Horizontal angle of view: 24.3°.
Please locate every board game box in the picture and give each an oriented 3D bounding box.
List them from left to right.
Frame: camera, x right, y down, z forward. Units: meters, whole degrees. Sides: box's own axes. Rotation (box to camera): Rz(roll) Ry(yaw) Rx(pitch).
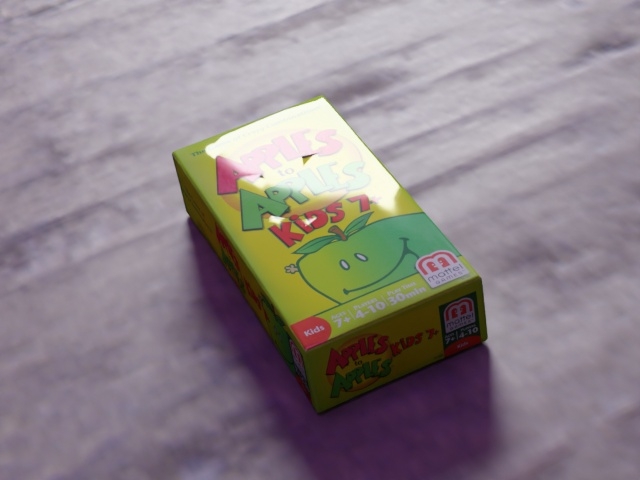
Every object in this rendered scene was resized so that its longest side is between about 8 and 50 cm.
[{"bbox_3d":[0.000,0.000,0.755,0.092,0.043,0.181,-22,41,-13],"label":"board game box"}]
